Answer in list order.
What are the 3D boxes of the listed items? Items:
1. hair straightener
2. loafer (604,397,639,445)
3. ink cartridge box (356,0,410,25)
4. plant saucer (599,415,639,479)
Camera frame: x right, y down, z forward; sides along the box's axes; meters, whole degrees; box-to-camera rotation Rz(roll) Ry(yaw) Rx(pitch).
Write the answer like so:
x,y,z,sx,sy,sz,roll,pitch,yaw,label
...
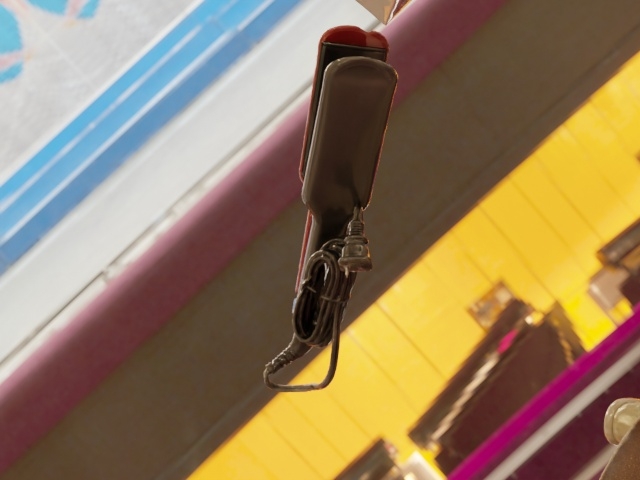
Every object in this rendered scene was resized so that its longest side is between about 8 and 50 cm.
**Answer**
x,y,z,sx,sy,sz,roll,pitch,yaw,label
0.000,0.000,0.706,0.089,0.047,0.230,-100,22,-59,hair straightener
0.566,0.295,1.921,0.092,0.268,0.102,-157,70,-66,loafer
0.141,-0.427,1.757,0.219,0.092,0.160,-46,-6,-13,ink cartridge box
0.348,0.293,1.219,0.050,0.311,0.310,17,55,41,plant saucer
